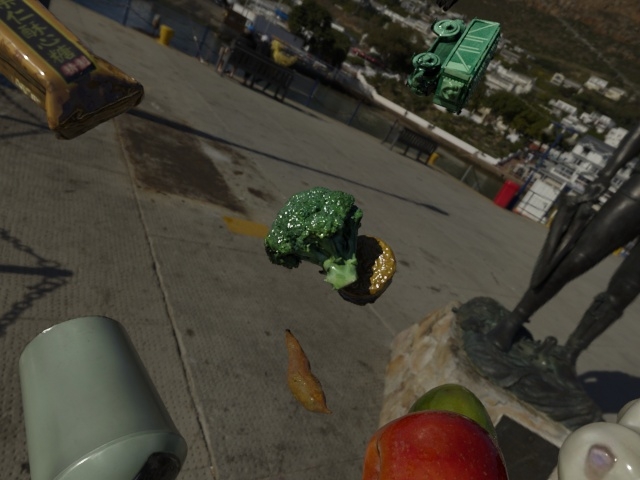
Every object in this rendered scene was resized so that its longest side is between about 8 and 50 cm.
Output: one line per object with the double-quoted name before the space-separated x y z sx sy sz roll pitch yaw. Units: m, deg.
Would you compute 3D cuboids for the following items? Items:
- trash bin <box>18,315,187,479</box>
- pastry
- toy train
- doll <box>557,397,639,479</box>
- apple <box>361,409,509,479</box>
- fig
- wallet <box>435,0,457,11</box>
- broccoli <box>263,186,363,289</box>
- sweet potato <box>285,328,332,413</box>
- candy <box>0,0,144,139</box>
"trash bin" -0.483 0.395 0.933 0.281 0.280 0.432 6 29 -46
"pastry" 0.117 0.081 1.205 0.189 0.188 0.103 37 -14 21
"toy train" 0.298 -0.404 0.972 0.155 0.115 0.269 26 59 13
"doll" 0.534 0.365 0.666 0.371 0.225 0.215 -19 24 -28
"apple" 0.171 0.370 0.649 0.202 0.218 0.218 13 22 -2
"fig" 0.285 0.421 0.938 0.203 0.202 0.225 33 37 10
"wallet" 0.231 -0.389 0.567 0.042 0.124 0.230 45 9 -9
"broccoli" 0.000 0.000 1.084 0.270 0.270 0.270 59 26 5
"sweet potato" -0.045 0.286 0.914 0.068 0.068 0.226 12 31 -38
"candy" -0.372 -0.245 0.543 0.271 0.101 0.143 44 62 0
